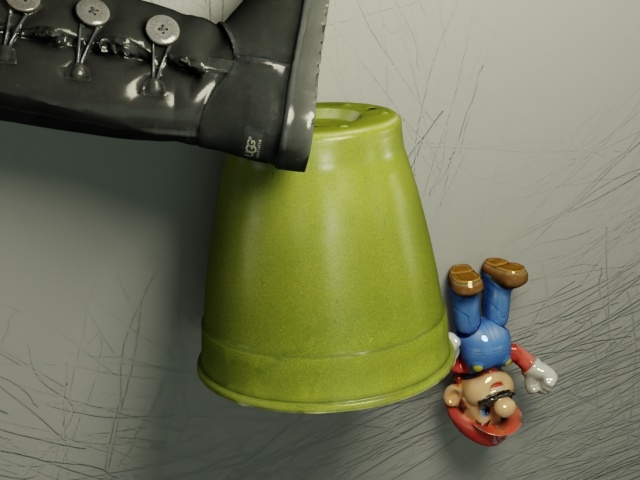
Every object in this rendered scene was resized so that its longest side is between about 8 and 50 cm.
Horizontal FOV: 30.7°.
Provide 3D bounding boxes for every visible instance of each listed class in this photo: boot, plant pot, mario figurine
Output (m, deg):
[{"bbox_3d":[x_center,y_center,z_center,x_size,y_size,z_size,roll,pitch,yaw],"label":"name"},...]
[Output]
[{"bbox_3d":[-0.218,-0.272,1.429,0.445,0.367,0.146,9,140,-4],"label":"boot"},{"bbox_3d":[0.000,0.000,1.603,0.366,0.366,0.353,-9,108,-20],"label":"plant pot"},{"bbox_3d":[0.289,0.201,1.919,0.198,0.170,0.320,1,113,14],"label":"mario figurine"}]
